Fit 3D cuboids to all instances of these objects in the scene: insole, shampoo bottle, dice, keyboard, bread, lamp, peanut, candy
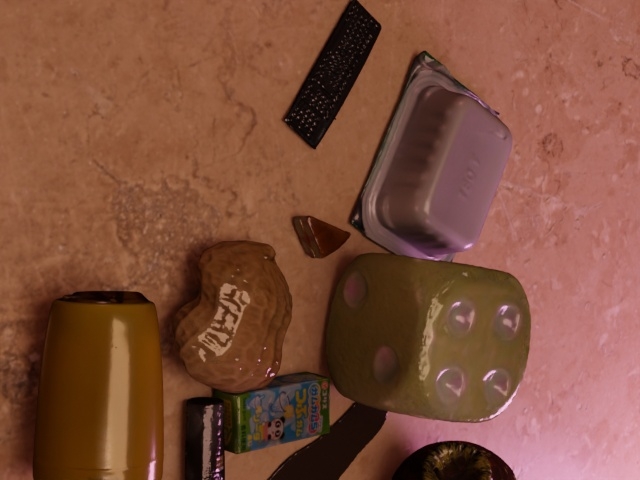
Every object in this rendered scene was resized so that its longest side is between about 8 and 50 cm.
[{"bbox_3d":[0.006,0.369,1.975,0.328,0.007,0.111,-40,121,-30],"label":"insole"},{"bbox_3d":[-0.178,0.344,1.784,0.057,0.063,0.208,-2,94,-50],"label":"shampoo bottle"},{"bbox_3d":[0.172,0.157,1.929,0.252,0.254,0.250,12,87,-39],"label":"dice"},{"bbox_3d":[0.025,-0.271,1.915,0.087,0.017,0.250,41,69,-34],"label":"keyboard"},{"bbox_3d":[0.000,0.000,1.905,0.109,0.043,0.062,18,81,-41],"label":"bread"},{"bbox_3d":[0.231,0.452,2.029,0.247,0.247,0.247,-5,98,-40],"label":"lamp"},{"bbox_3d":[-0.125,0.110,1.769,0.196,0.110,0.233,23,82,-39],"label":"peanut"},{"bbox_3d":[-0.075,0.269,1.860,0.194,0.062,0.097,-5,98,-41],"label":"candy"}]

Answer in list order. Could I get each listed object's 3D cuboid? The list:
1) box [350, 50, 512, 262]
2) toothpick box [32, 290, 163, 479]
[{"bbox_3d":[0.223,-0.120,2.042,0.264,0.106,0.337,31,74,-38],"label":"box"},{"bbox_3d":[-0.297,0.201,1.595,0.175,0.175,0.271,2,90,-40],"label":"toothpick box"}]
